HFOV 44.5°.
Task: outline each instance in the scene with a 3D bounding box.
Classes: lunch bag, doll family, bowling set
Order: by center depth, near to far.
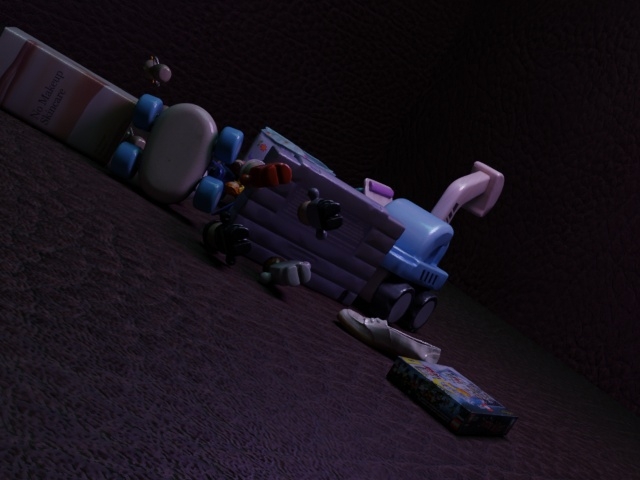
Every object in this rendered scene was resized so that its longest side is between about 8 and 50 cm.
[{"bbox_3d":[-0.458,-0.297,1.902,0.199,0.287,0.154,-11,22,-27],"label":"bowling set"},{"bbox_3d":[-0.144,-0.117,1.939,0.163,0.118,0.263,2,20,-35],"label":"doll family"},{"bbox_3d":[-0.271,-0.156,2.000,0.067,0.098,0.065,43,15,36],"label":"lunch bag"},{"bbox_3d":[-0.115,-0.179,2.345,0.262,0.223,0.160,33,12,-3],"label":"lunch bag"}]

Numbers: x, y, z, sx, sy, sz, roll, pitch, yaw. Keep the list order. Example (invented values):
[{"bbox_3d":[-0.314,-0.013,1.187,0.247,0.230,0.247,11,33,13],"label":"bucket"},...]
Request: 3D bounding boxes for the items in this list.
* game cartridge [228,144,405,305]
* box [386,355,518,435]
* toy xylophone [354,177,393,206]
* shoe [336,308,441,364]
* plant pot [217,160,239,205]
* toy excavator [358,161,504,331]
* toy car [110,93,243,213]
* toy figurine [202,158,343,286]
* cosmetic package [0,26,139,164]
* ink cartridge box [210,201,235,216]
[{"bbox_3d":[-0.014,-0.025,1.626,0.355,0.230,0.068,29,9,-31],"label":"game cartridge"},{"bbox_3d":[0.233,0.274,1.364,0.159,0.044,0.233,36,8,34],"label":"box"},{"bbox_3d":[0.053,-0.039,1.995,0.236,0.322,0.081,26,46,-56],"label":"toy xylophone"},{"bbox_3d":[0.132,0.184,1.504,0.219,0.058,0.076,31,7,-7],"label":"shoe"},{"bbox_3d":[-0.235,-0.147,2.102,0.109,0.109,0.096,37,-3,39],"label":"plant pot"},{"bbox_3d":[0.262,-0.020,1.912,0.222,0.445,0.433,36,8,29],"label":"toy excavator"},{"bbox_3d":[-0.291,-0.168,1.659,0.219,0.210,0.238,22,-6,0],"label":"toy car"},{"bbox_3d":[-0.088,-0.029,1.452,0.209,0.213,0.148,32,-10,-26],"label":"toy figurine"},{"bbox_3d":[-0.536,-0.297,1.615,0.296,0.153,0.129,28,6,-16],"label":"cosmetic package"},{"bbox_3d":[-0.099,-0.062,1.750,0.065,0.185,0.311,70,14,11],"label":"ink cartridge box"}]
